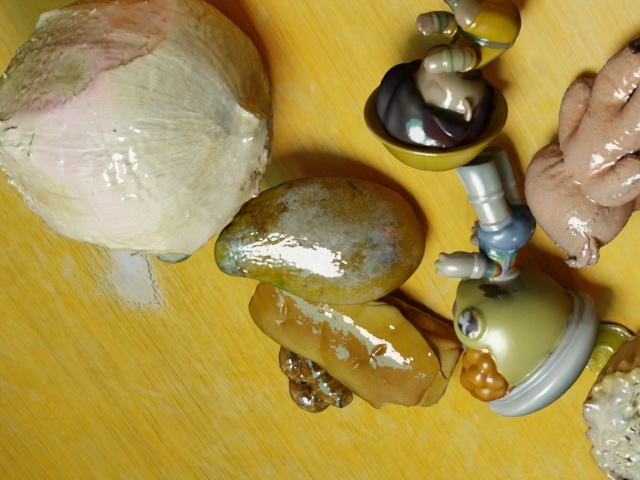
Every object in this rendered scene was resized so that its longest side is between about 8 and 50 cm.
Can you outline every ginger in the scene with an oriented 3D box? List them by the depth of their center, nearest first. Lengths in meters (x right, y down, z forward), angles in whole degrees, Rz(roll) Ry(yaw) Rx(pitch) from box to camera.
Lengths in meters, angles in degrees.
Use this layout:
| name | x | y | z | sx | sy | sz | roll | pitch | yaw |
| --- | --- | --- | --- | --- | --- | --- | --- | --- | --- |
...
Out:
| name | x | y | z | sx | sy | sz | roll | pitch | yaw |
| --- | --- | --- | --- | --- | --- | --- | --- | --- | --- |
| ginger | -0.018 | 0.227 | 2.187 | 0.103 | 0.073 | 0.162 | -25 | 102 | 28 |

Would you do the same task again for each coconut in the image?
| name | x | y | z | sx | sy | sz | roll | pitch | yaw |
| --- | --- | --- | --- | --- | --- | --- | --- | --- | --- |
| coconut | -0.234 | -0.169 | 1.802 | 0.404 | 0.404 | 0.405 | 17 | 131 | 21 |

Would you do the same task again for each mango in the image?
| name | x | y | z | sx | sy | sz | roll | pitch | yaw |
| --- | --- | --- | --- | --- | --- | --- | --- | --- | --- |
| mango | 0.000 | 0.000 | 1.878 | 0.316 | 0.146 | 0.193 | 0 | 92 | -7 |

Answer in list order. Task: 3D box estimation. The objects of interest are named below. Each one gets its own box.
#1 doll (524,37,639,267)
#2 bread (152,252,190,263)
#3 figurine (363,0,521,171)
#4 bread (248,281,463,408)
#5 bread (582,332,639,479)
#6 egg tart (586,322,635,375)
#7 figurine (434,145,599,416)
| name | x | y | z | sx | sy | sz | roll | pitch | yaw |
| --- | --- | --- | --- | --- | --- | --- | --- | --- | --- |
| doll | 0.386 | -0.116 | 1.626 | 0.156 | 0.201 | 0.303 | 7 | 135 | -26 |
| bread | -0.254 | -0.066 | 2.113 | 0.172 | 0.064 | 0.232 | 36 | 134 | 4 |
| figurine | 0.174 | -0.206 | 1.651 | 0.167 | 0.192 | 0.257 | 25 | 126 | -11 |
| bread | 0.055 | 0.144 | 2.017 | 0.344 | 0.149 | 0.195 | 34 | 136 | 5 |
| bread | 0.507 | 0.251 | 1.797 | 0.274 | 0.149 | 0.274 | 9 | 126 | 12 |
| egg tart | 0.427 | 0.170 | 1.877 | 0.105 | 0.039 | 0.105 | 19 | 131 | 23 |
| figurine | 0.268 | 0.065 | 1.759 | 0.205 | 0.224 | 0.382 | -5 | 123 | 28 |
